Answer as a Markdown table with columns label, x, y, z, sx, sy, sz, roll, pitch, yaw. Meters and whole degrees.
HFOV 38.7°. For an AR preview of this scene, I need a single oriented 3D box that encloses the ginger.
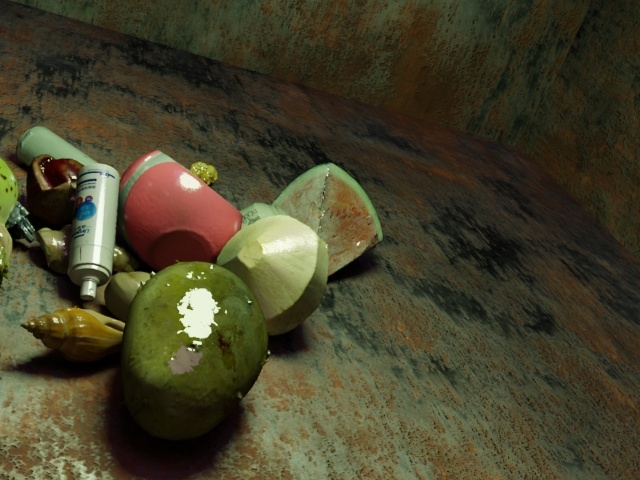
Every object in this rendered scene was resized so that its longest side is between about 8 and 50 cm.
| label | x | y | z | sx | sy | sz | roll | pitch | yaw |
| --- | --- | --- | --- | --- | --- | --- | --- | --- | --- |
| ginger | -0.496 | 0.015 | 1.949 | 0.213 | 0.074 | 0.137 | 1 | 49 | -32 |

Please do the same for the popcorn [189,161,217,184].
| label | x | y | z | sx | sy | sz | roll | pitch | yaw |
| --- | --- | --- | --- | --- | --- | --- | --- | --- | --- |
| popcorn | -0.328 | -0.186 | 2.562 | 0.083 | 0.057 | 0.082 | 33 | 18 | 31 |

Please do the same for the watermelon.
| label | x | y | z | sx | sy | sz | roll | pitch | yaw |
| --- | --- | --- | --- | --- | --- | --- | --- | --- | --- |
| watermelon | -0.007 | -0.009 | 2.400 | 0.283 | 0.292 | 0.250 | 41 | -23 | -15 |

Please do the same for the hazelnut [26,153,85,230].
| label | x | y | z | sx | sy | sz | roll | pitch | yaw |
| --- | --- | --- | --- | --- | --- | --- | --- | --- | --- |
| hazelnut | -0.559 | -0.102 | 2.040 | 0.202 | 0.160 | 0.170 | 14 | 28 | 0 |

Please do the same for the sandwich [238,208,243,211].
| label | x | y | z | sx | sy | sz | roll | pitch | yaw |
| --- | --- | --- | --- | --- | --- | --- | --- | --- | --- |
| sandwich | -0.226 | -0.016 | 2.343 | 0.116 | 0.074 | 0.074 | -25 | 43 | -17 |

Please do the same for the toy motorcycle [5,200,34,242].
| label | x | y | z | sx | sy | sz | roll | pitch | yaw |
| --- | --- | --- | --- | --- | --- | --- | --- | --- | --- |
| toy motorcycle | -0.667 | -0.069 | 1.938 | 0.061 | 0.124 | 0.193 | -38 | 42 | -12 |

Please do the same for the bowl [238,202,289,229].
| label | x | y | z | sx | sy | sz | roll | pitch | yaw |
| --- | --- | --- | --- | --- | --- | --- | --- | --- | --- |
| bowl | -0.117 | -0.012 | 2.188 | 0.211 | 0.112 | 0.211 | 47 | 10 | -11 |

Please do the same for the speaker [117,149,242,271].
| label | x | y | z | sx | sy | sz | roll | pitch | yaw |
| --- | --- | --- | --- | --- | --- | --- | --- | --- | --- |
| speaker | -0.321 | -0.065 | 2.036 | 0.294 | 0.294 | 0.294 | 18 | 23 | -8 |

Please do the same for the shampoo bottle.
| label | x | y | z | sx | sy | sz | roll | pitch | yaw |
| --- | --- | --- | --- | --- | --- | --- | --- | --- | --- |
| shampoo bottle | -0.466 | -0.013 | 1.869 | 0.092 | 0.092 | 0.303 | 12 | 54 | -22 |

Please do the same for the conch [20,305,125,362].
| label | x | y | z | sx | sy | sz | roll | pitch | yaw |
| --- | --- | --- | --- | --- | --- | --- | --- | --- | --- |
| conch | -0.404 | 0.184 | 1.666 | 0.109 | 0.093 | 0.330 | 19 | -5 | 42 |

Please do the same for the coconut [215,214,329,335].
| label | x | y | z | sx | sy | sz | roll | pitch | yaw |
| --- | --- | --- | --- | --- | --- | --- | --- | --- | --- |
| coconut | -0.102 | 0.068 | 1.948 | 0.259 | 0.259 | 0.259 | 18 | 23 | -8 |

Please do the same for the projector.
| label | x | y | z | sx | sy | sz | roll | pitch | yaw |
| --- | --- | --- | --- | --- | --- | --- | --- | --- | --- |
| projector | -0.589 | -0.159 | 2.212 | 0.338 | 0.108 | 0.108 | 32 | 25 | 23 |

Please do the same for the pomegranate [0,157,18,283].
| label | x | y | z | sx | sy | sz | roll | pitch | yaw |
| --- | --- | --- | --- | --- | --- | --- | --- | --- | --- |
| pomegranate | -0.691 | -0.050 | 1.757 | 0.204 | 0.222 | 0.276 | 27 | 30 | -46 |

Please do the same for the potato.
| label | x | y | z | sx | sy | sz | roll | pitch | yaw |
| --- | --- | --- | --- | --- | --- | --- | --- | --- | --- |
| potato | -0.221 | 0.203 | 1.605 | 0.270 | 0.219 | 0.359 | 29 | 32 | -19 |

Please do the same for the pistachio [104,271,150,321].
| label | x | y | z | sx | sy | sz | roll | pitch | yaw |
| --- | --- | --- | --- | --- | --- | --- | --- | --- | --- |
| pistachio | -0.358 | 0.119 | 1.814 | 0.149 | 0.113 | 0.113 | 38 | 27 | 19 |
